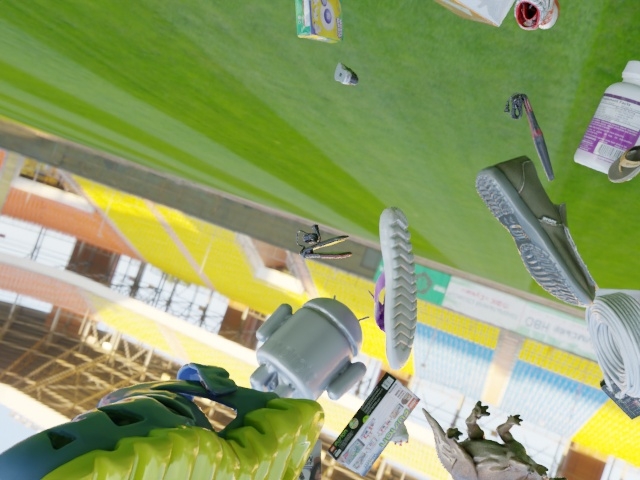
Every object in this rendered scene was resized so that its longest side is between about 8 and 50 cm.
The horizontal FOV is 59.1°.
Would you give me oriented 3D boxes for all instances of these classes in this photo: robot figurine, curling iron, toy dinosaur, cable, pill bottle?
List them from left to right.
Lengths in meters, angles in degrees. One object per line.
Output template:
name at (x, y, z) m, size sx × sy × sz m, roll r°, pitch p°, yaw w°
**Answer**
robot figurine at (-0.026, 0.288, 1.477) m, size 0.300 × 0.353 × 0.199 m, roll 36°, pitch 151°, yaw 19°
toy dinosaur at (0.318, 0.430, 1.068) m, size 0.296 × 0.200 × 0.127 m, roll 14°, pitch -147°, yaw 21°
curling iron at (0.597, -0.290, 1.587) m, size 0.068 × 0.274 × 0.035 m, roll -23°, pitch -165°, yaw 34°
cable at (0.741, 0.252, 1.372) m, size 0.089 × 0.257 × 0.257 m, roll -17°, pitch 164°, yaw 5°
pill bottle at (0.852, -0.334, 1.575) m, size 0.169 × 0.301 × 0.169 m, roll 19°, pitch -163°, yaw -6°

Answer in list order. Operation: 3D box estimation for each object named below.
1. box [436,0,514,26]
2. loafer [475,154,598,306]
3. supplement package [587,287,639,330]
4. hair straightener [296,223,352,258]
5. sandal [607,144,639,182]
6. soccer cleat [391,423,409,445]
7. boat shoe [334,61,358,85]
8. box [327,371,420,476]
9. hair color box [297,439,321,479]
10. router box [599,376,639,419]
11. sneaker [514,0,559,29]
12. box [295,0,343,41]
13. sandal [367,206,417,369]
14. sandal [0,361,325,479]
box at (0.261, -0.639, 1.240) m, size 0.345 × 0.168 × 0.215 m, roll 21°, pitch -160°, yaw -21°
loafer at (0.324, -0.015, 0.797) m, size 0.251 × 0.087 × 0.094 m, roll 54°, pitch 172°, yaw -9°
supplement package at (0.902, 0.216, 1.600) m, size 0.134 × 0.139 × 0.244 m, roll 12°, pitch 175°, yaw -10°
hair straightener at (0.000, 0.000, 1.400) m, size 0.047 × 0.089 × 0.230 m, roll -11°, pitch -177°, yaw -27°
sandal at (0.807, -0.212, 1.438) m, size 0.049 × 0.072 × 0.180 m, roll 14°, pitch 154°, yaw -22°
soccer cleat at (0.203, 0.584, 1.748) m, size 0.068 × 0.076 × 0.196 m, roll -35°, pitch 135°, yaw 29°
boat shoe at (0.071, -0.461, 1.576) m, size 0.040 × 0.049 × 0.142 m, roll 13°, pitch -155°, yaw -18°
box at (0.116, 0.391, 1.197) m, size 0.036 × 0.207 × 0.114 m, roll 29°, pitch 167°, yaw 51°
hair color box at (-0.045, 0.581, 1.400) m, size 0.053 × 0.167 × 0.093 m, roll -19°, pitch 152°, yaw 40°
router box at (0.822, 0.402, 1.496) m, size 0.122 × 0.092 × 0.038 m, roll 47°, pitch -150°, yaw 3°
sneaker at (0.601, -0.638, 1.580) m, size 0.090 × 0.145 × 0.270 m, roll 28°, pitch 176°, yaw 23°
box at (0.005, -0.534, 1.351) m, size 0.043 × 0.105 × 0.179 m, roll 3°, pitch -167°, yaw 29°
sandal at (0.180, 0.123, 1.468) m, size 0.102 × 0.416 × 0.169 m, roll -4°, pitch 170°, yaw 31°
sandal at (-0.115, 0.154, 0.401) m, size 0.138 × 0.126 × 0.317 m, roll 24°, pitch 177°, yaw 22°
